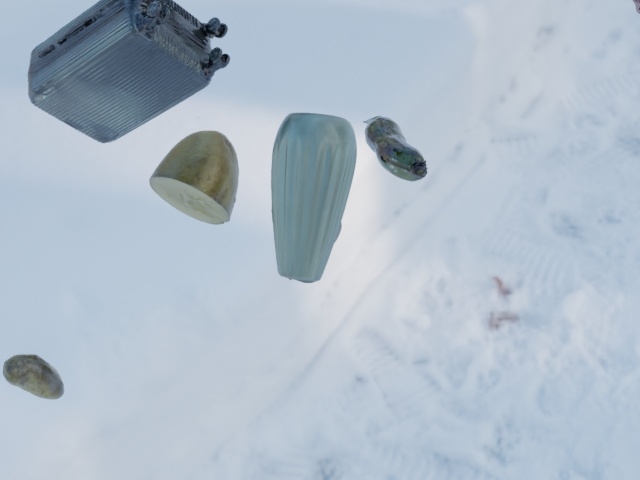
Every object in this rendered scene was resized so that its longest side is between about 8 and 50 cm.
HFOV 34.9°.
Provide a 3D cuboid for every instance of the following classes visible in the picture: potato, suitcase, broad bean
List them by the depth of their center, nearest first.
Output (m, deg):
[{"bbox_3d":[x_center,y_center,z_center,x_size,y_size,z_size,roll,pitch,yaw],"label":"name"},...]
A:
[{"bbox_3d":[-0.361,0.170,1.288,0.045,0.092,0.047,27,84,52],"label":"potato"},{"bbox_3d":[-0.321,-0.293,1.672,0.312,0.202,0.128,-25,55,28],"label":"suitcase"},{"bbox_3d":[0.128,-0.173,1.853,0.077,0.061,0.339,-1,27,-14],"label":"broad bean"},{"bbox_3d":[-0.227,-0.139,1.986,0.178,0.203,0.158,19,76,17],"label":"potato"}]

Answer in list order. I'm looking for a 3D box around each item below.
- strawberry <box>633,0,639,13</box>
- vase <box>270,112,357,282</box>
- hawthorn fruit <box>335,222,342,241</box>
[{"bbox_3d":[0.483,-0.413,1.383,0.205,0.244,0.205,-31,45,38],"label":"strawberry"},{"bbox_3d":[-0.017,-0.062,1.512,0.128,0.248,0.128,7,-1,0],"label":"vase"},{"bbox_3d":[0.000,0.000,1.726,0.066,0.067,0.103,7,83,21],"label":"hawthorn fruit"}]
